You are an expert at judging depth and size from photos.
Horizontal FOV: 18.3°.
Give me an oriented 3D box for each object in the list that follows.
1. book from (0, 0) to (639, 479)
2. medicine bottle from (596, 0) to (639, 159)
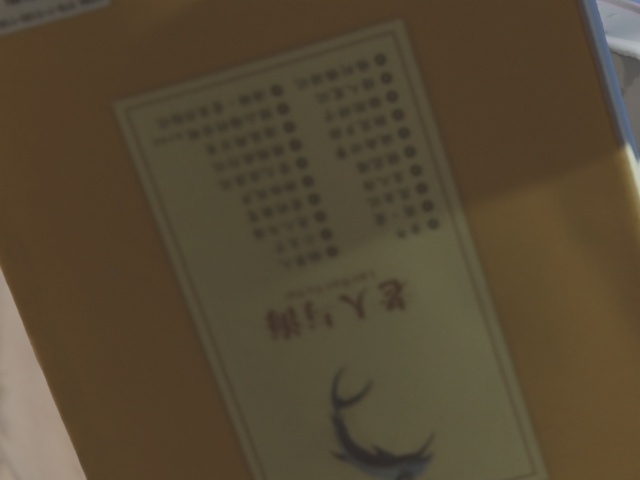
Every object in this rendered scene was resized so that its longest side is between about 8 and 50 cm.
[{"bbox_3d":[0.000,0.000,0.805,0.032,0.269,0.389,-74,148,-66],"label":"book"},{"bbox_3d":[0.163,-0.012,1.339,0.161,0.111,0.296,28,-58,38],"label":"medicine bottle"}]
